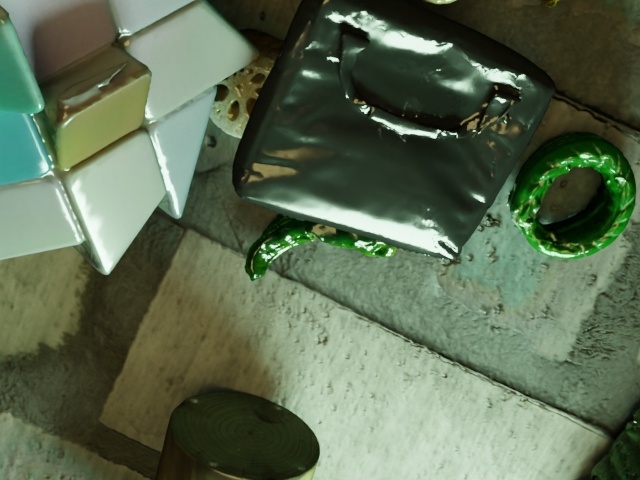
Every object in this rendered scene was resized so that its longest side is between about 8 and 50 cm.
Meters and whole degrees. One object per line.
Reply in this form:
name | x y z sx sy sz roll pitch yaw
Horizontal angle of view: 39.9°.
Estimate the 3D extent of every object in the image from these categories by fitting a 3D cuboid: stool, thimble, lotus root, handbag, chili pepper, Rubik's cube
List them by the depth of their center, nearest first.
Rubik's cube | -0.281 -0.167 0.813 0.358 0.368 0.387 38 152 32
handbag | 0.070 -0.113 0.878 0.275 0.088 0.244 18 120 -17
thimble | 0.260 -0.047 0.918 0.130 0.090 0.118 -24 104 14
lotus root | -0.072 -0.159 0.940 0.122 0.081 0.112 21 116 1
chili pepper | -0.004 -0.005 0.989 0.182 0.050 0.073 -9 113 13
stool | -0.119 0.336 1.044 0.179 0.179 0.264 17 108 2

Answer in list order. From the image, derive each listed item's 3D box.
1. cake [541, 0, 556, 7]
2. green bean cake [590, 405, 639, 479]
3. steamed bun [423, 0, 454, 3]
cake | 0.280 -0.296 0.867 0.080 0.116 0.185 32 77 -8
green bean cake | 0.414 0.334 0.997 0.241 0.132 0.255 28 107 -2
steamed bun | 0.062 -0.362 0.792 0.289 0.203 0.276 -17 129 13
